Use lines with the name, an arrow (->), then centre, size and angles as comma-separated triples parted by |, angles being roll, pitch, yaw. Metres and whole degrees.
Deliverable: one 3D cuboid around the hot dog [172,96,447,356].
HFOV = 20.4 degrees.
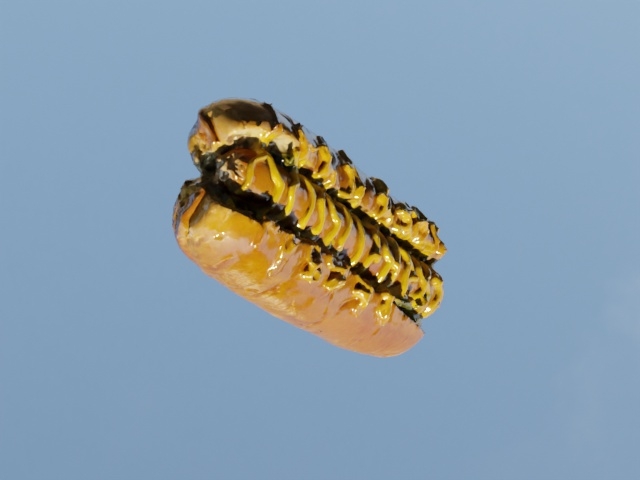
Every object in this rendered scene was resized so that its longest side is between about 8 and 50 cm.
hot dog -> 0.000, 0.000, 0.705 | 0.045, 0.165, 0.071 | -4, -111, 32
